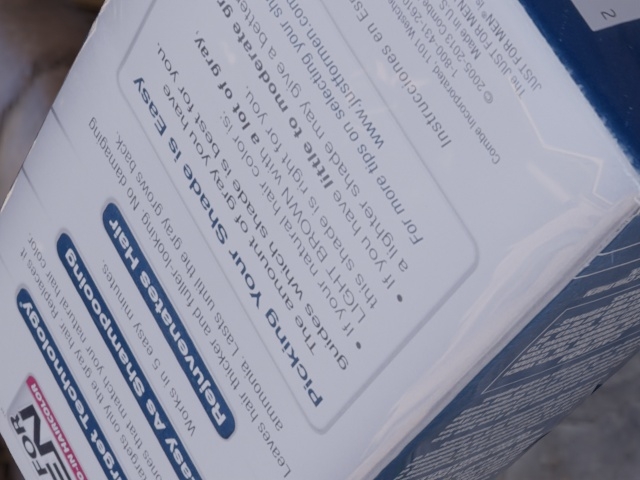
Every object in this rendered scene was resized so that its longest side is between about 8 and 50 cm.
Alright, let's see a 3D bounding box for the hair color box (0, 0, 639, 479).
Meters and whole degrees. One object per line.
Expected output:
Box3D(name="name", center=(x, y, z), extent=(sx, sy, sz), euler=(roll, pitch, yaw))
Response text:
Box3D(name="hair color box", center=(0.000, 0.000, 0.565), extent=(0.174, 0.105, 0.347), euler=(59, 142, 18))
